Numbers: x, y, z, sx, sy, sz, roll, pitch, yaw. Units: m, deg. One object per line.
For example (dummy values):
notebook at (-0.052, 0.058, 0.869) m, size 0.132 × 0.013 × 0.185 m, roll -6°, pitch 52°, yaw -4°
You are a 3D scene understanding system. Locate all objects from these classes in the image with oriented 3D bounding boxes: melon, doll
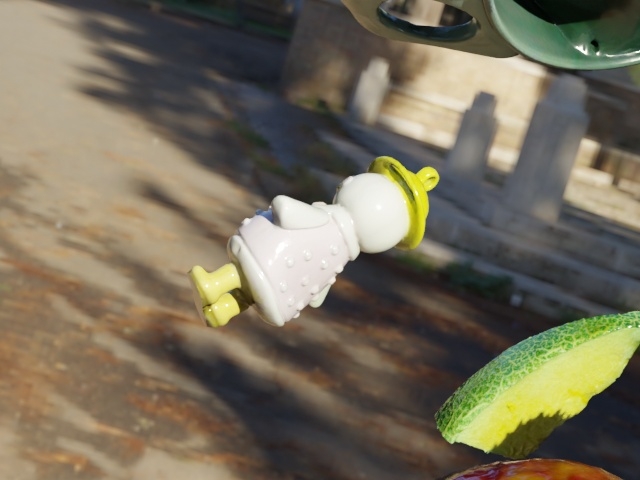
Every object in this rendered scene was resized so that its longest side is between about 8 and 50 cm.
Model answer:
melon at (0.247, 0.151, 1.455) m, size 0.114 × 0.262 × 0.053 m, roll 53°, pitch 13°, yaw -11°
doll at (0.000, 0.000, 1.034) m, size 0.081 × 0.207 × 0.129 m, roll 53°, pitch -13°, yaw 36°

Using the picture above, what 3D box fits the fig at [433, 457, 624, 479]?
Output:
fig at (0.112, 0.230, 0.746) m, size 0.224 × 0.224 × 0.263 m, roll 15°, pitch 42°, yaw -17°

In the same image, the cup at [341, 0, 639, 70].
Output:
cup at (0.183, -0.362, 1.159) m, size 0.401 × 0.310 × 0.392 m, roll -12°, pitch 56°, yaw -11°
